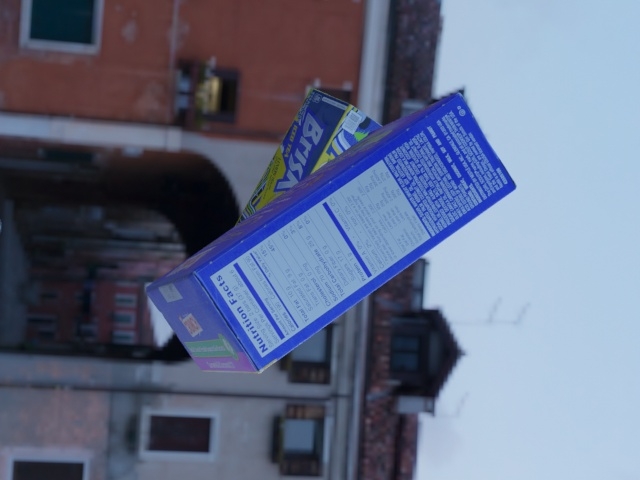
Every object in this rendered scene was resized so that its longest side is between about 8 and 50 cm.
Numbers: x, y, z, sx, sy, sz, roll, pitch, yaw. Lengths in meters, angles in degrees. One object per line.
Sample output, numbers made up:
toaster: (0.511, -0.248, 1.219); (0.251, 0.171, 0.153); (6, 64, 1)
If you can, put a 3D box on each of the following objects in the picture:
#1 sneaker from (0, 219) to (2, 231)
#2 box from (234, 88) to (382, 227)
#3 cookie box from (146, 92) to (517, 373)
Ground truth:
sneaker: (-0.368, -0.087, 0.624); (0.447, 0.257, 0.169); (45, -9, 15)
box: (-0.015, -0.043, 1.141); (0.059, 0.054, 0.169); (29, -91, 45)
cookie box: (0.000, 0.000, 0.449); (0.040, 0.107, 0.092); (57, -16, -5)
